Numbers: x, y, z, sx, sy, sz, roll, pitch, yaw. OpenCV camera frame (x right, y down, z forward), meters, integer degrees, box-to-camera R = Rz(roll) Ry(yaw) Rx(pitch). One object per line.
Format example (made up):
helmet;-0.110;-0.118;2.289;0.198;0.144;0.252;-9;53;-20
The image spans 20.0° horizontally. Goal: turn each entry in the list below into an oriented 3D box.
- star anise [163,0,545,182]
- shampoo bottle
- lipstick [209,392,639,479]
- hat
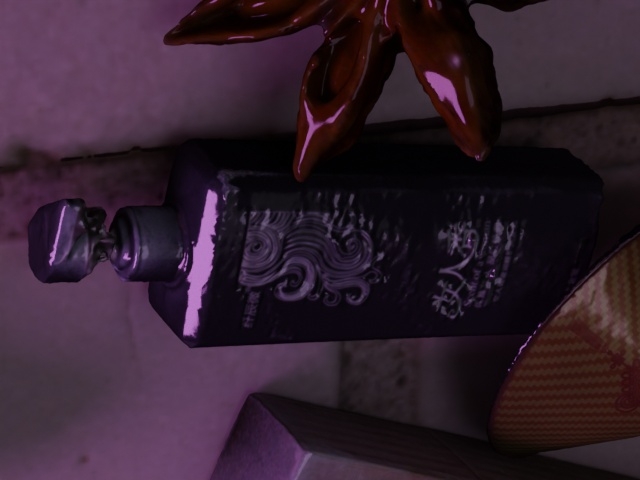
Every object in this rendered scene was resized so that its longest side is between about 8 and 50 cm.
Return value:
star anise;0.031;-0.126;0.873;0.212;0.111;0.196;-1;80;-7
shampoo bottle;0.000;0.001;0.941;0.309;0.071;0.098;0;118;-28
lipstick;0.111;0.169;1.070;0.371;0.080;0.076;17;103;-33
hat;0.189;0.074;1.022;0.193;0.082;0.193;-35;152;-22
